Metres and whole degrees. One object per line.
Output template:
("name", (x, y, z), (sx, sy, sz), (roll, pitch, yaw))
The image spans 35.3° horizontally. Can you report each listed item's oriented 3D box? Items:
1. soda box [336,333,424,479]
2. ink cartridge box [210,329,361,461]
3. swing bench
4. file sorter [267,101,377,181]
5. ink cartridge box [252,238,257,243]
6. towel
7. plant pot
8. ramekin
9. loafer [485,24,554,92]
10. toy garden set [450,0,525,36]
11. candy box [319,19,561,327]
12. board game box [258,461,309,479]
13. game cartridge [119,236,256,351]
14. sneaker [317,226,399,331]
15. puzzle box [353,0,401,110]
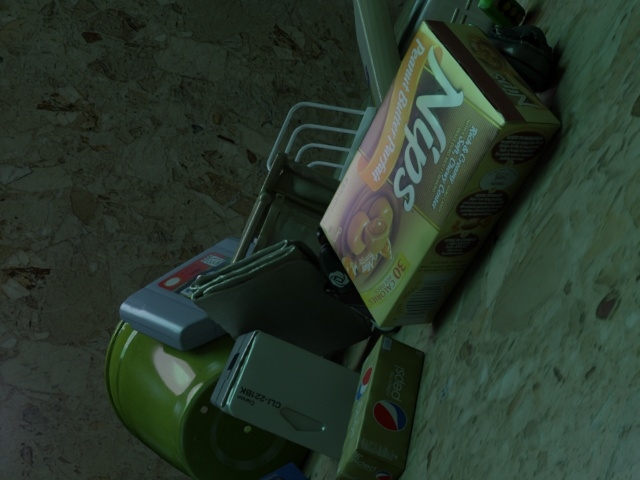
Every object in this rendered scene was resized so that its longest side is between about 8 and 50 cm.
("soda box", (0.070, 0.196, 1.142), (0.181, 0.058, 0.061), (-71, 7, -50))
("ink cartridge box", (-0.035, 0.212, 1.369), (0.273, 0.197, 0.114), (145, 148, -79))
("swing bench", (0.000, 0.000, 1.698), (0.255, 0.253, 0.165), (-77, 11, -68))
("file sorter", (0.018, -0.113, 1.974), (0.278, 0.173, 0.193), (75, -148, -57))
("ink cartridge box", (-0.030, 0.050, 1.932), (0.092, 0.218, 0.158), (-46, -4, -25))
("towel", (-0.055, 0.104, 1.512), (0.282, 0.187, 0.049), (53, -162, -49))
("plant pot", (-0.177, 0.279, 1.797), (0.367, 0.366, 0.353), (-66, 23, 3))
("ramekin", (0.249, -0.431, 1.833), (0.273, 0.127, 0.273), (-157, 90, -85))
("loafer", (0.237, -0.239, 1.245), (0.084, 0.096, 0.267), (-59, 3, 7))
("toy garden set", (0.235, -0.307, 1.404), (0.203, 0.049, 0.244), (17, -80, -58))
("candy box", (0.124, -0.070, 1.165), (0.183, 0.087, 0.316), (59, 136, 36))
("board game box", (-0.120, 0.456, 1.568), (0.160, 0.047, 0.210), (-17, -39, -50))
("game cartridge", (-0.184, 0.089, 1.783), (0.294, 0.196, 0.060), (-34, -49, -39))
("sneaker", (0.084, -0.010, 1.359), (0.106, 0.162, 0.281), (-75, 9, -62))
("puzzle box", (0.116, -0.327, 1.917), (0.409, 0.052, 0.272), (57, -161, -83))
